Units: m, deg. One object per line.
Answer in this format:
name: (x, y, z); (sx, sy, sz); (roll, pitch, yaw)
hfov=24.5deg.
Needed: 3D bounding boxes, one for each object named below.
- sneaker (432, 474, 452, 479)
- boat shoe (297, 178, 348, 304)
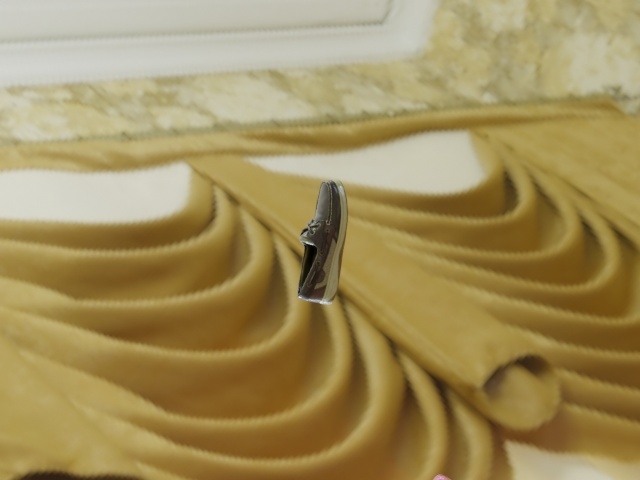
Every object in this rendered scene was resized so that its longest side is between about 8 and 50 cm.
sneaker: (0.147, 0.318, 1.507); (0.074, 0.063, 0.170); (-33, -69, -7)
boat shoe: (0.000, 0.000, 1.776); (0.049, 0.056, 0.152); (6, -95, -22)
